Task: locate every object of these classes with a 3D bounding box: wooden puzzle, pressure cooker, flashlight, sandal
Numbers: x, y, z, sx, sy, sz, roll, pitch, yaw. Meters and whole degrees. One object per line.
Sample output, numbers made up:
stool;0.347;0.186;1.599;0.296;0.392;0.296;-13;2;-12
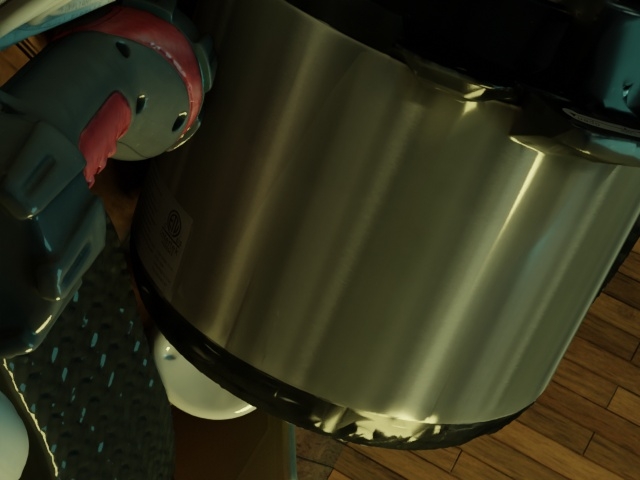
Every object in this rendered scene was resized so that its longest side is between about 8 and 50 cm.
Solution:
wooden puzzle;-0.102;0.215;1.016;0.239;0.044;0.221;-40;-151;23
pressure cooker;0.077;-0.104;0.772;0.375;0.370;0.420;-36;150;-60
flashlight;-0.123;-0.049;0.536;0.304;0.103;0.103;-84;-163;-62
sandal;-0.205;0.139;0.825;0.167;0.107;0.445;-46;146;-44

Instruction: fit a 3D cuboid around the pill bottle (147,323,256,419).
pill bottle;-0.083;0.065;0.963;0.215;0.117;0.117;-83;-165;-70

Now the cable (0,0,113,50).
cable;-0.068;-0.168;0.458;0.257;0.089;0.257;-25;-167;5

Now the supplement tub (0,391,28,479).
supplement tub;-0.261;0.135;0.393;0.272;0.191;0.191;-57;165;-20
